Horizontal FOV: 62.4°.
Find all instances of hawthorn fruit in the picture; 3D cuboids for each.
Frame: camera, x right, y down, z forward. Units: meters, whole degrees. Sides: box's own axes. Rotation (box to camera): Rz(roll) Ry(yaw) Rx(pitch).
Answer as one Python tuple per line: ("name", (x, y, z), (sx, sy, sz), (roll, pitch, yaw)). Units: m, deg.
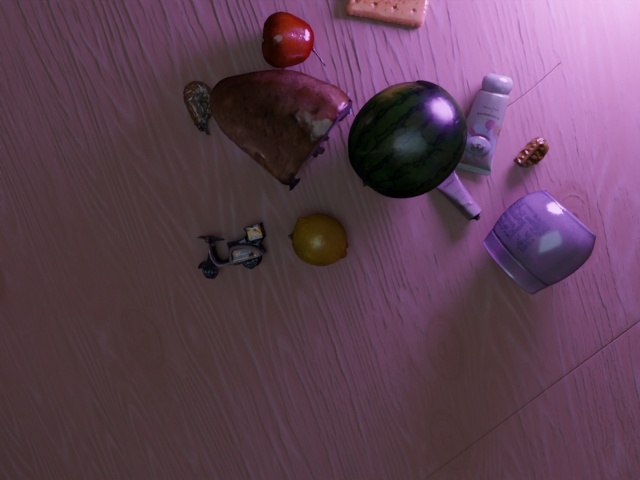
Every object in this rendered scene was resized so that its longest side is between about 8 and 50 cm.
("hawthorn fruit", (-0.079, -0.608, 1.624), (0.203, 0.163, 0.163), (3, 105, -9))

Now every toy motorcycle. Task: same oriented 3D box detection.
("toy motorcycle", (-0.312, 0.038, 1.840), (0.262, 0.091, 0.157), (-15, 94, 7))

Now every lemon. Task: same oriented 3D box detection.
("lemon", (0.000, 0.000, 1.753), (0.206, 0.173, 0.174), (22, 106, -12))

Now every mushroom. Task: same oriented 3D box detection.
("mushroom", (-0.142, -0.409, 1.614), (0.397, 0.224, 0.314), (38, 129, -1))

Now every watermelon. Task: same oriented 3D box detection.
("watermelon", (0.252, -0.292, 1.564), (0.362, 0.363, 0.364), (1, 104, 6))

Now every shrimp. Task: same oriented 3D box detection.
("shrimp", (-0.395, -0.439, 1.756), (0.099, 0.041, 0.180), (-15, 101, -5))

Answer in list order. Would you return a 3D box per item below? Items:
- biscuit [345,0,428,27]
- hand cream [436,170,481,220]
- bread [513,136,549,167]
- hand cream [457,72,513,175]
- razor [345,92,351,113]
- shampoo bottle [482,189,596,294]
("biscuit", (0.208, -0.749, 1.610), (0.249, 0.030, 0.160), (12, 105, 3))
("hand cream", (0.459, -0.140, 1.733), (0.087, 0.054, 0.186), (-41, 90, 10))
("bread", (0.672, -0.276, 1.670), (0.110, 0.060, 0.066), (-50, 65, 14))
("hand cream", (0.510, -0.364, 1.658), (0.147, 0.093, 0.306), (14, 114, 3))
("razor", (0.002, -0.430, 1.710), (0.191, 0.037, 0.068), (-6, 105, 7))
("shampoo bottle", (0.669, 0.005, 1.631), (0.273, 0.273, 0.266), (40, 113, -5))
